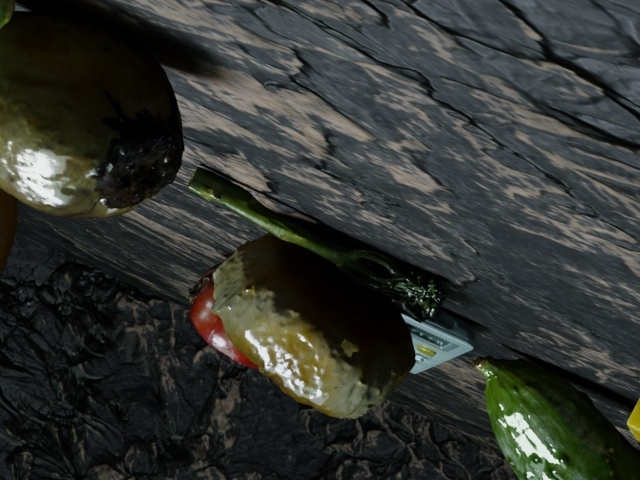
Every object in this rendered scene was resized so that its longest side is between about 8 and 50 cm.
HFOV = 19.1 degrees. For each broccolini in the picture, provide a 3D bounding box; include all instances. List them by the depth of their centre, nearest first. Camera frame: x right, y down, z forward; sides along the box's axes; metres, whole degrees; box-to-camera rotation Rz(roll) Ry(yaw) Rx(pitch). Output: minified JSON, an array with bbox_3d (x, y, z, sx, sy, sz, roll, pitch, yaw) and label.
[{"bbox_3d":[0.001,-0.004,1.669,0.254,0.071,0.057,33,-147,-15],"label":"broccolini"}]

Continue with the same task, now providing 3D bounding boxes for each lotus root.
[{"bbox_3d":[-0.181,-0.088,1.222,0.214,0.138,0.138,22,173,24],"label":"lotus root"}]

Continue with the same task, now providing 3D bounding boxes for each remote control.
[{"bbox_3d":[0.086,0.095,2.008,0.103,0.051,0.293,24,170,-6],"label":"remote control"}]

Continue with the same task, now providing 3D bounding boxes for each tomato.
[{"bbox_3d":[-0.081,0.073,2.252,0.139,0.091,0.159,34,-161,-9],"label":"tomato"}]

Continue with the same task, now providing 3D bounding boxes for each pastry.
[{"bbox_3d":[-0.004,0.072,1.725,0.192,0.093,0.182,45,-157,6],"label":"pastry"}]

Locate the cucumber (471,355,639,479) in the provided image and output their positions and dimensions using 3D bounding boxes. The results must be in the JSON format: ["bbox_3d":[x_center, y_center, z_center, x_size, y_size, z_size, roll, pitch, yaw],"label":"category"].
[{"bbox_3d":[0.244,0.208,1.965,0.244,0.134,0.134,49,169,-8],"label":"cucumber"}]

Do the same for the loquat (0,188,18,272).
[{"bbox_3d":[-0.428,-0.038,1.698,0.328,0.328,0.328,24,173,3],"label":"loquat"}]

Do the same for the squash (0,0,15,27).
[{"bbox_3d":[-0.287,-0.181,1.128,0.228,0.066,0.066,25,173,-3],"label":"squash"}]

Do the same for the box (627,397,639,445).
[{"bbox_3d":[0.390,0.215,1.908,0.152,0.043,0.269,23,173,15],"label":"box"}]
